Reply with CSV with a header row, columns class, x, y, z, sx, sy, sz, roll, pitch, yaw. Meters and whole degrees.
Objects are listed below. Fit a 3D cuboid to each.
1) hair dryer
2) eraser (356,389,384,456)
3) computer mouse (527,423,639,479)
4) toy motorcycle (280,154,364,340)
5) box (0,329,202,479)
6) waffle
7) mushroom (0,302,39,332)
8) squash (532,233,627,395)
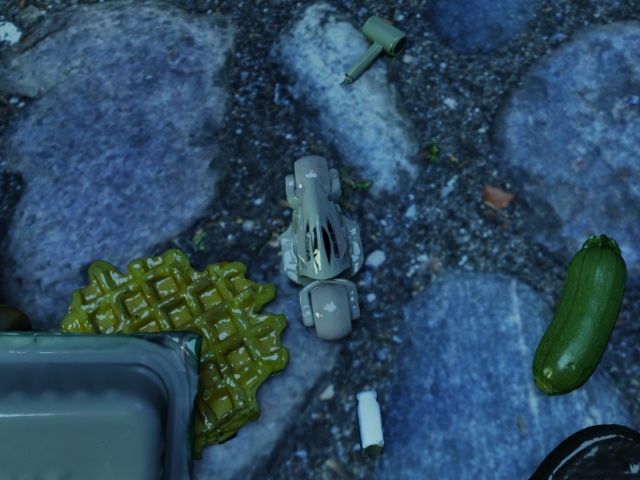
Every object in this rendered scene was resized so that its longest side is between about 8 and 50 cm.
class,x,y,z,sx,sy,sz,roll,pitch,yaw
hair dryer,0.068,-0.277,1.097,0.063,0.038,0.124,40,82,21
eraser,0.056,0.213,0.848,0.027,0.084,0.063,-7,67,0
computer mouse,0.265,0.321,0.784,0.138,0.086,0.269,33,81,11
toy motorcycle,0.000,0.000,0.935,0.113,0.112,0.254,-8,67,1
box,-0.288,0.228,0.742,0.337,0.106,0.264,2,94,-20
waffle,-0.195,0.153,0.910,0.312,0.060,0.307,3,67,7
mushroom,-0.556,0.011,0.883,0.224,0.313,0.397,-36,63,-16
squash,0.320,0.091,0.891,0.077,0.068,0.219,19,68,18
